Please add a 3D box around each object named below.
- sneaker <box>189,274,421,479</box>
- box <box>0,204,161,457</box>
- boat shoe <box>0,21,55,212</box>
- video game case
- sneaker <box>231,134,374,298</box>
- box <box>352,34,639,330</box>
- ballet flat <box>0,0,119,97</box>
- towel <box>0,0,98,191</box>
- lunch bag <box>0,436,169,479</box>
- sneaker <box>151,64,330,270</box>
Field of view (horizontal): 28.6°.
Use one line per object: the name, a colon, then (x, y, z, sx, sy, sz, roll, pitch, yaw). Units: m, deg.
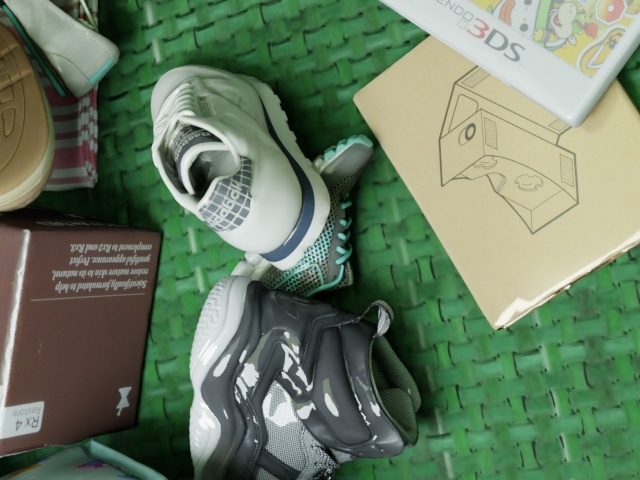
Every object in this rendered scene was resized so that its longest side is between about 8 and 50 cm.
sneaker: (-0.008, 0.159, 0.888, 0.153, 0.101, 0.268, 4, 108, 12)
box: (-0.262, 0.055, 0.981, 0.203, 0.168, 0.167, 11, 94, 27)
boat shoe: (-0.296, -0.119, 0.997, 0.121, 0.110, 0.341, -34, 52, -13)
video game case: (0.151, -0.222, 0.828, 0.206, 0.026, 0.227, 38, 97, 22)
sneaker: (0.000, 0.000, 0.916, 0.076, 0.065, 0.166, 36, 110, 6)
box: (0.134, -0.063, 0.858, 0.164, 0.021, 0.201, -36, 75, 23)
ballet flat: (-0.235, -0.202, 1.000, 0.068, 0.072, 0.213, -40, 74, -5)
towel: (-0.251, -0.139, 1.053, 0.144, 0.029, 0.197, -1, 90, 28)
lunch bag: (-0.179, 0.251, 0.812, 0.262, 0.223, 0.160, 8, 120, 62)
sneaker: (-0.079, -0.072, 0.891, 0.090, 0.095, 0.235, -60, 38, 15)
